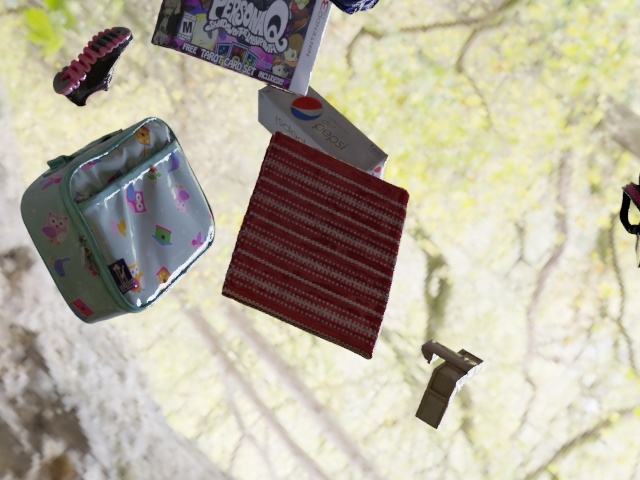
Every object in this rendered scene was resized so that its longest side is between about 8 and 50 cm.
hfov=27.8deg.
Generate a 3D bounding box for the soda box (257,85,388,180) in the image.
[{"bbox_3d":[0.001,-0.149,1.884,0.069,0.216,0.074,-33,152,-25],"label":"soda box"}]

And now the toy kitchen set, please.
[{"bbox_3d":[0.146,0.173,1.601,0.083,0.068,0.075,-24,138,-55],"label":"toy kitchen set"}]

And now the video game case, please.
[{"bbox_3d":[-0.076,-0.299,1.525,0.232,0.042,0.210,15,93,-47],"label":"video game case"}]

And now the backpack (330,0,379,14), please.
[{"bbox_3d":[0.039,-0.299,1.393,0.101,0.098,0.120,-44,-173,-10],"label":"backpack"}]

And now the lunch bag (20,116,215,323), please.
[{"bbox_3d":[-0.264,-0.034,1.722,0.108,0.224,0.279,-13,-161,29],"label":"lunch bag"}]

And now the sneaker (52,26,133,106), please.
[{"bbox_3d":[-0.272,-0.212,1.593,0.119,0.047,0.057,-43,133,-2],"label":"sneaker"}]

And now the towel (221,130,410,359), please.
[{"bbox_3d":[0.000,0.000,1.556,0.031,0.199,0.275,124,-14,-47],"label":"towel"}]

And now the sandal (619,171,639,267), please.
[{"bbox_3d":[0.381,-0.037,1.561,0.179,0.040,0.067,-70,162,-49],"label":"sandal"}]
